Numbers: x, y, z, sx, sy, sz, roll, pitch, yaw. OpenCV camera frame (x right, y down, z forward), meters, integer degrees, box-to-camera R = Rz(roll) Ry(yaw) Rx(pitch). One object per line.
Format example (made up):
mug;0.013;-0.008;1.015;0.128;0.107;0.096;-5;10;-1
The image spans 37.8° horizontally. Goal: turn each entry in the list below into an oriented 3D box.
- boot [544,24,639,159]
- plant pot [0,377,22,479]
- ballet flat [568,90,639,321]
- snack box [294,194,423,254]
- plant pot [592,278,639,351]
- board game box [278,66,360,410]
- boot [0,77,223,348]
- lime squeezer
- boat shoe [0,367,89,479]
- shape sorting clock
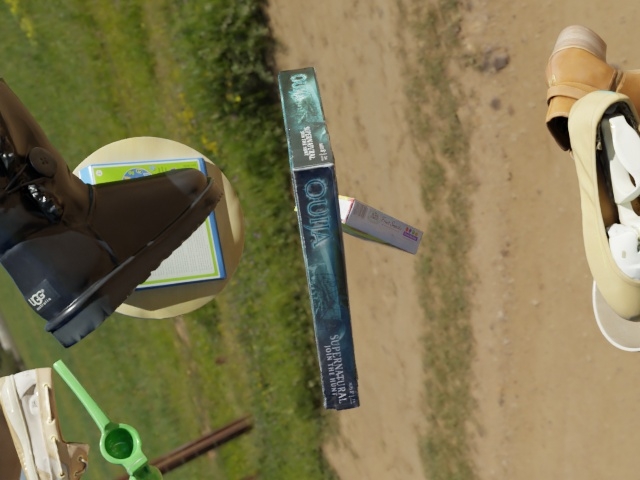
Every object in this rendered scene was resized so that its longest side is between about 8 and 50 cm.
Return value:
boot;0.447;-0.178;1.369;0.283;0.220;0.109;35;137;-16
plant pot;-0.448;0.205;0.864;0.323;0.280;0.323;-17;67;44
ballet flat;0.292;-0.031;0.902;0.073;0.080;0.232;172;82;-77
snack box;0.051;-0.025;1.212;0.100;0.141;0.037;18;86;48
plant pot;0.645;0.089;1.559;0.256;0.273;0.257;-164;90;-70
board game box;0.000;0.000;0.603;0.126;0.026;0.186;-100;2;-54
boot;-0.205;-0.056;0.773;0.094;0.246;0.207;-30;104;35
lime squeezer;-0.271;0.300;1.304;0.110;0.058;0.311;22;139;64
boat shoe;-0.238;0.195;0.843;0.170;0.059;0.063;69;163;1
shape sorting clock;-0.184;-0.015;1.025;0.206;0.206;0.040;64;152;5
